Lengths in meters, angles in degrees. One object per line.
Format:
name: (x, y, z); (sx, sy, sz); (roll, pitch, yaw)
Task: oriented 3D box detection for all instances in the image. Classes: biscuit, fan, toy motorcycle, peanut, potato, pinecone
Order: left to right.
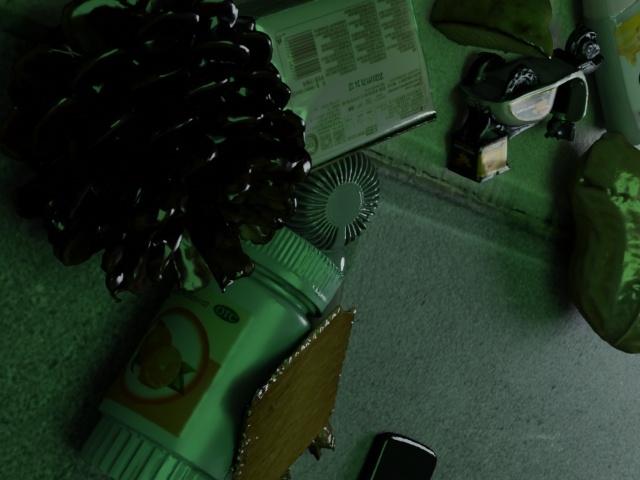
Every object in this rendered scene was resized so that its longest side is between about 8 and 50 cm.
pinecone: (-0.153, -0.085, 1.352); (0.298, 0.296, 0.242); (-36, 174, 1)
biscuit: (-0.031, 0.188, 1.574); (0.237, 0.013, 0.232); (-44, 154, -45)
fan: (0.000, 0.000, 1.670); (0.130, 0.074, 0.244); (-9, 115, -37)
potato: (0.223, -0.297, 1.730); (0.081, 0.149, 0.120); (32, 78, -51)
toy motorcycle: (0.279, -0.186, 1.866); (0.263, 0.091, 0.157); (-24, 127, -35)
peanut: (0.436, 0.005, 2.037); (0.174, 0.158, 0.340); (-5, 106, -5)

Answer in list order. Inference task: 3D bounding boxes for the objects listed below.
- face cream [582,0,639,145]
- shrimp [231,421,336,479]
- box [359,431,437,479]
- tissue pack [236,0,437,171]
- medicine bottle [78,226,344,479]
face cream: (0.419, -0.265, 1.985); (0.107, 0.073, 0.269); (-43, 128, -36)
shrimp: (-0.055, 0.233, 1.713); (0.187, 0.052, 0.132); (35, 90, -37)
box: (0.098, 0.324, 1.904); (0.126, 0.027, 0.125); (28, 81, -44)
tissue pack: (-0.003, -0.183, 1.549); (0.225, 0.124, 0.185); (-26, 112, -36)
medicine bottle: (-0.120, 0.134, 1.530); (0.158, 0.158, 0.318); (43, 73, -43)
